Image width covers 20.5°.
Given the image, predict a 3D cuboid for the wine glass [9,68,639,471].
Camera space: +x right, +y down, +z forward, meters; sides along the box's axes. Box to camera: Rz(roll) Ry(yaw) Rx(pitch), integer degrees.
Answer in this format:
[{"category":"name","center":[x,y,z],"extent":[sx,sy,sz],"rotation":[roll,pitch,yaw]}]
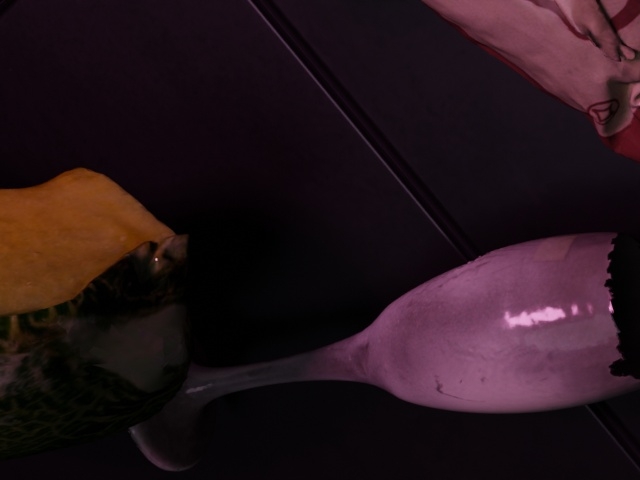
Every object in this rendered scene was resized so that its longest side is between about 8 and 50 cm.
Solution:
[{"category":"wine glass","center":[0.000,0.000,0.960],"extent":[0.309,0.096,0.264],"rotation":[-12,123,29]}]

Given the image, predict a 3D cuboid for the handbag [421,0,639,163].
[{"category":"handbag","center":[0.118,-0.174,0.820],"extent":[0.235,0.127,0.213],"rotation":[32,112,-5]}]

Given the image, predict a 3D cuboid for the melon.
[{"category":"melon","center":[-0.241,0.024,0.984],"extent":[0.343,0.226,0.331],"rotation":[28,169,41]}]
